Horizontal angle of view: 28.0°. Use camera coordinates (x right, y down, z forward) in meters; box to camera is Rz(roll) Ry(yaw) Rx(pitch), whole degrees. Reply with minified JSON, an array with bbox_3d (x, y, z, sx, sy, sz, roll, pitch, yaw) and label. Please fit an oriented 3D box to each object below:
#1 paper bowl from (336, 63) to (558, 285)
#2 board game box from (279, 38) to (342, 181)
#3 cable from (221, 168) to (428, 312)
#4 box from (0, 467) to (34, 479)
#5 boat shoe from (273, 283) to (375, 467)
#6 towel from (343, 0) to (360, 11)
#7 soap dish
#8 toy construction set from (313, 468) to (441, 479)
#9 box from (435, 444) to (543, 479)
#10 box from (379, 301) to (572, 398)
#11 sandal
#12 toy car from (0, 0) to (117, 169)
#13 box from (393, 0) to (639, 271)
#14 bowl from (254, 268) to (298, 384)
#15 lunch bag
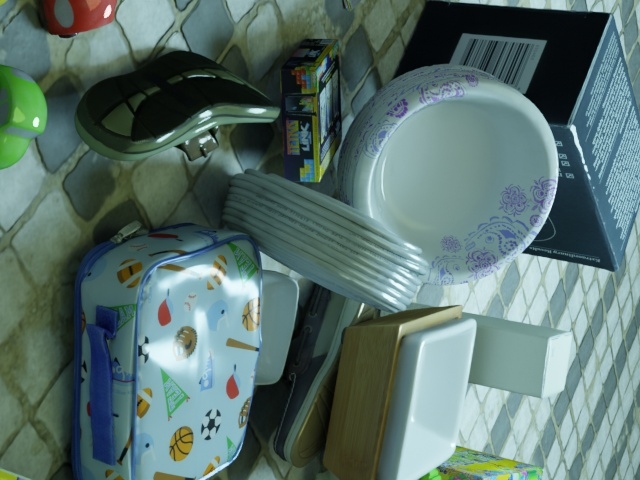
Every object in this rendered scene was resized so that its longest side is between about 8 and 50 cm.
[{"bbox_3d":[0.160,-0.095,1.717,0.284,0.148,0.284,-6,113,-15],"label":"paper bowl"},{"bbox_3d":[-0.010,-0.165,1.597,0.170,0.048,0.141,-63,155,-67],"label":"board game box"},{"bbox_3d":[0.000,0.000,1.514,0.257,0.257,0.089,30,85,-48],"label":"cable"},{"bbox_3d":[-0.277,0.333,1.181,0.243,0.117,0.214,31,70,-34],"label":"box"},{"bbox_3d":[-0.008,0.166,1.712,0.103,0.092,0.285,68,39,-55],"label":"boat shoe"},{"bbox_3d":[0.044,-0.356,1.725,0.060,0.009,0.083,-47,137,-43],"label":"towel"},{"bbox_3d":[0.108,0.204,1.731,0.291,0.118,0.229,-7,107,-68],"label":"soap dish"},{"bbox_3d":[0.100,0.398,1.877,0.327,0.151,0.215,36,32,-56],"label":"toy construction set"},{"bbox_3d":[0.220,0.505,2.132,0.279,0.177,0.290,13,88,-61],"label":"box"},{"bbox_3d":[0.228,0.161,1.938,0.113,0.275,0.094,-2,101,-60],"label":"box"},{"bbox_3d":[-0.158,-0.130,1.364,0.302,0.120,0.086,-24,147,-54],"label":"sandal"},{"bbox_3d":[-0.270,-0.173,1.184,0.239,0.053,0.225,12,88,-61],"label":"toy car"},{"bbox_3d":[0.317,-0.157,1.979,0.212,0.293,0.395,-65,148,-23],"label":"box"},{"bbox_3d":[-0.090,0.103,1.588,0.142,0.053,0.142,16,86,-61],"label":"bowl"},{"bbox_3d":[-0.172,0.127,1.394,0.243,0.115,0.304,-20,117,-55],"label":"lunch bag"}]
